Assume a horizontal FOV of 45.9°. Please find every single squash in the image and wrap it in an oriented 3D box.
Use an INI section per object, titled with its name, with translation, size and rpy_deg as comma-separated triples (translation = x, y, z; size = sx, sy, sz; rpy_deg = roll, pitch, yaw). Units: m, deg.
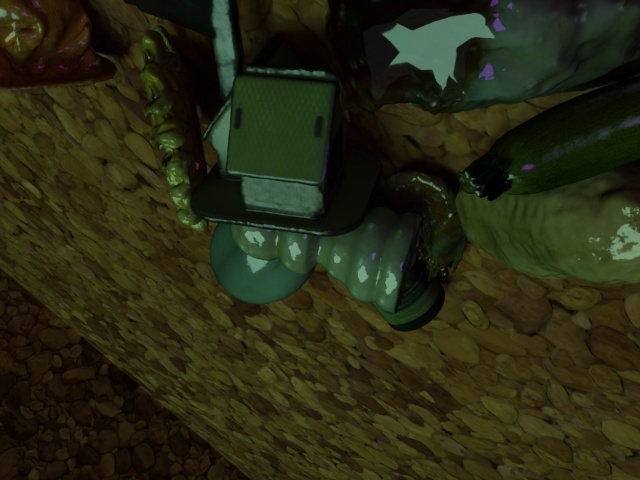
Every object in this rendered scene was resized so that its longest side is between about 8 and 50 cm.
[squash]
translation = 0.256, -0.098, 0.632
size = 0.080, 0.319, 0.071
rpy_deg = -152, 46, -83

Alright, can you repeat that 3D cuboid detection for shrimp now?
[shrimp]
translation = 0.144, -0.022, 1.028
size = 0.115, 0.051, 0.217
rpy_deg = 25, 152, 30

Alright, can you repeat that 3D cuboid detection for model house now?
[model house]
translation = -0.040, -0.171, 0.879
size = 0.219, 0.204, 0.278
rpy_deg = 8, 127, 12

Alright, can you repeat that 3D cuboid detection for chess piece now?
[chess piece]
translation = 0.000, 0.000, 0.975
size = 0.243, 0.133, 0.133
rpy_deg = 15, 148, 10

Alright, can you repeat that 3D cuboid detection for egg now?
[egg]
translation = -0.087, 0.011, 1.192
size = 0.168, 0.168, 0.231
rpy_deg = 37, 149, -5

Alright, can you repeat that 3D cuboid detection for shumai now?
[shumai]
translation = 0.128, -0.170, 0.586
size = 0.309, 0.263, 0.304
rpy_deg = 1, 138, 43

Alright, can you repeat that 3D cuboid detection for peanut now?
[peanut]
translation = 0.251, -0.024, 0.765
size = 0.147, 0.147, 0.319
rpy_deg = 44, 172, -17

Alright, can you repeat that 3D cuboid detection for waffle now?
[waffle]
translation = -0.191, -0.152, 1.016
size = 0.056, 0.261, 0.250
rpy_deg = -13, 155, -4

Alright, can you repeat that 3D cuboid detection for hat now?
[hat]
translation = -0.416, -0.350, 1.046
size = 0.245, 0.233, 0.233
rpy_deg = 13, 120, 14

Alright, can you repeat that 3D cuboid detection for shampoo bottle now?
[shampoo bottle]
translation = 0.070, 0.010, 1.097
size = 0.101, 0.101, 0.284
rpy_deg = -5, 132, 50

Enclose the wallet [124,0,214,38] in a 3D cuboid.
[wallet]
translation = -0.188, -0.346, 0.882
size = 0.182, 0.049, 0.229
rpy_deg = 23, 151, 14
